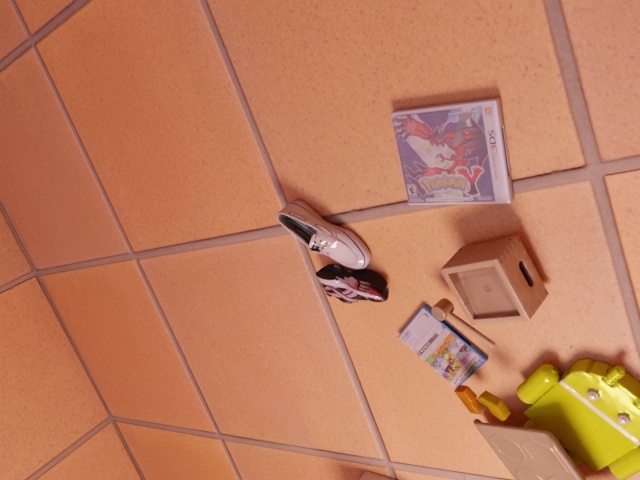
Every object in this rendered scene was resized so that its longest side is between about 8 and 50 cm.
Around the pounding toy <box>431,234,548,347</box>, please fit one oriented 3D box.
[{"bbox_3d":[0.303,0.100,1.110,0.206,0.094,0.181,-16,109,52],"label":"pounding toy"}]

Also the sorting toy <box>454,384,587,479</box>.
[{"bbox_3d":[0.404,0.401,1.171,0.307,0.041,0.229,53,156,-10],"label":"sorting toy"}]

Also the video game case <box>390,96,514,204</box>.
[{"bbox_3d":[0.231,-0.151,1.064,0.201,0.023,0.183,2,115,38],"label":"video game case"}]

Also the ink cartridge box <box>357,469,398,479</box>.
[{"bbox_3d":[0.162,0.754,1.534,0.168,0.171,0.232,1,115,38],"label":"ink cartridge box"}]

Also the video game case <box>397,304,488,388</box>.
[{"bbox_3d":[0.255,0.225,1.267,0.166,0.015,0.119,41,132,13],"label":"video game case"}]

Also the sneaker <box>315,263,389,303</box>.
[{"bbox_3d":[0.077,0.106,1.315,0.178,0.072,0.077,17,136,40],"label":"sneaker"}]

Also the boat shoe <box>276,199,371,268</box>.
[{"bbox_3d":[0.000,0.000,1.297,0.226,0.076,0.083,33,131,19],"label":"boat shoe"}]

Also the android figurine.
[{"bbox_3d":[0.495,0.326,1.107,0.248,0.056,0.272,41,135,13],"label":"android figurine"}]
